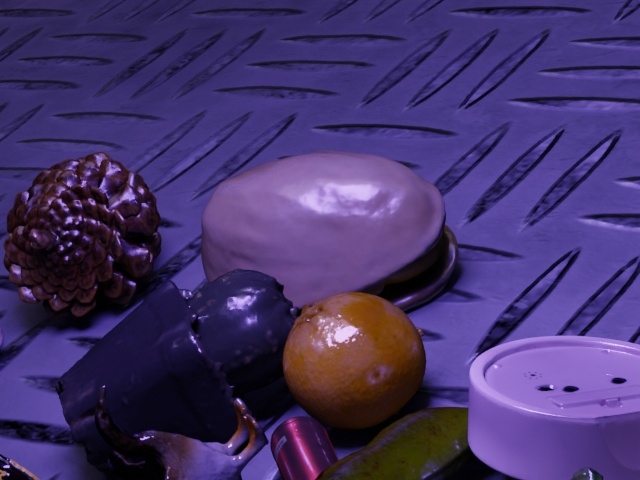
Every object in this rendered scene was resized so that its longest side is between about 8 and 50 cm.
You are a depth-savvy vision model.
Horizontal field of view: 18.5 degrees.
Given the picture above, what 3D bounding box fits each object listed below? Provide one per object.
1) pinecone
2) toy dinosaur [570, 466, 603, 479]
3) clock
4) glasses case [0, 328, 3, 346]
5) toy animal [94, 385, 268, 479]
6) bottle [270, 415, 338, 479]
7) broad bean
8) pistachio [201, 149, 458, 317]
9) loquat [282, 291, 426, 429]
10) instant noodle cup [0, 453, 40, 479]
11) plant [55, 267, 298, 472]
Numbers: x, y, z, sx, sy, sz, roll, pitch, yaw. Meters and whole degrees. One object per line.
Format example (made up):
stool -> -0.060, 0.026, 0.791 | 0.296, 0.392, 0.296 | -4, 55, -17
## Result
pinecone -> -0.270, -0.016, 2.291 | 0.186, 0.168, 0.212 | -11, 27, 20
toy dinosaur -> 0.109, 0.301, 1.531 | 0.447, 0.087, 0.301 | -12, 25, 28
clock -> 0.226, 0.146, 1.703 | 0.197, 0.068, 0.197 | 1, 18, 0
glasses case -> -0.451, 0.083, 2.323 | 0.113, 0.075, 0.297 | -25, 26, -10
toy animal -> -0.131, 0.197, 1.787 | 0.160, 0.197, 0.272 | -22, 22, -14
bottle -> -0.002, 0.222, 1.789 | 0.060, 0.060, 0.164 | -20, 26, -4
broad bean -> 0.064, 0.199, 1.720 | 0.077, 0.061, 0.339 | 5, 22, 38
pistachio -> 0.000, 0.000, 2.103 | 0.288, 0.166, 0.197 | 0, 55, 26
loquat -> 0.032, 0.113, 1.892 | 0.141, 0.141, 0.141 | -15, 26, 8
instant noodle cup -> -0.330, 0.277, 1.808 | 0.151, 0.151, 0.122 | -4, 40, 27
plant -> -0.134, 0.130, 1.960 | 0.256, 0.142, 0.164 | -30, 26, 2
